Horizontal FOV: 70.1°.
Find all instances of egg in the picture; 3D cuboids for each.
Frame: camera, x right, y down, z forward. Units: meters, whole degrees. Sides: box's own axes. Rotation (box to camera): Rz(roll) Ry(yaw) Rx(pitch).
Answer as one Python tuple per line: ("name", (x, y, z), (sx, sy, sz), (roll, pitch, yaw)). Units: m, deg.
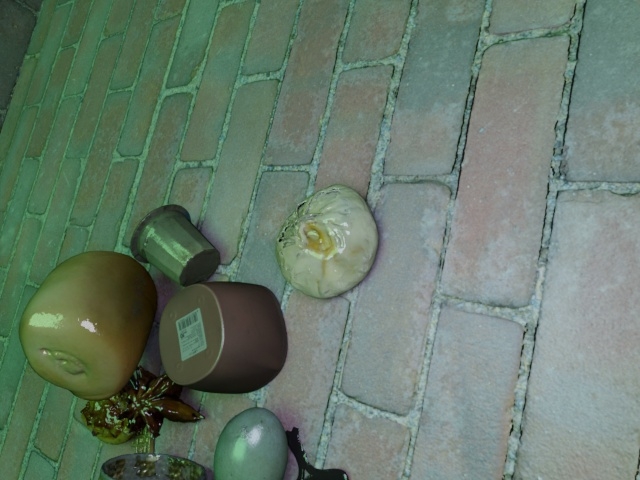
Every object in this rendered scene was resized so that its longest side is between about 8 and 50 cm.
("egg", (-0.160, 0.502, 1.055), (0.169, 0.169, 0.236), (12, 96, 35))

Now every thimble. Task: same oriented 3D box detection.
("thimble", (-0.431, 0.646, 1.140), (0.271, 0.271, 0.149), (1, 76, 34))

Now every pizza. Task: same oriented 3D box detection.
("pizza", (-0.669, 0.517, 1.415), (0.290, 0.081, 0.228), (-2, 89, 40))

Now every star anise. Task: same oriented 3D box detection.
("star anise", (-0.476, 0.435, 1.311), (0.347, 0.148, 0.237), (12, 62, 38))

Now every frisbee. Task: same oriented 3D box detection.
("frisbee", (-0.043, 0.534, 1.069), (0.211, 0.012, 0.187), (-41, 58, 18))

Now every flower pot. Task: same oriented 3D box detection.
("flower pot", (-0.420, 0.035, 1.359), (0.203, 0.212, 0.212), (39, 100, 24))

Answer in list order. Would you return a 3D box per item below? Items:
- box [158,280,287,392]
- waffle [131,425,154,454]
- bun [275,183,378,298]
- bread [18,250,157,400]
("box", (-0.258, 0.241, 1.173), (0.301, 0.216, 0.300), (-11, 69, 31))
("waffle", (-0.537, 0.579, 1.378), (0.092, 0.021, 0.134), (-16, 67, 27))
("bun", (0.000, 0.000, 1.110), (0.287, 0.146, 0.287), (-10, 73, 33))
("bread", (-0.619, 0.210, 1.289), (0.253, 0.348, 0.376), (-28, 26, 8))
